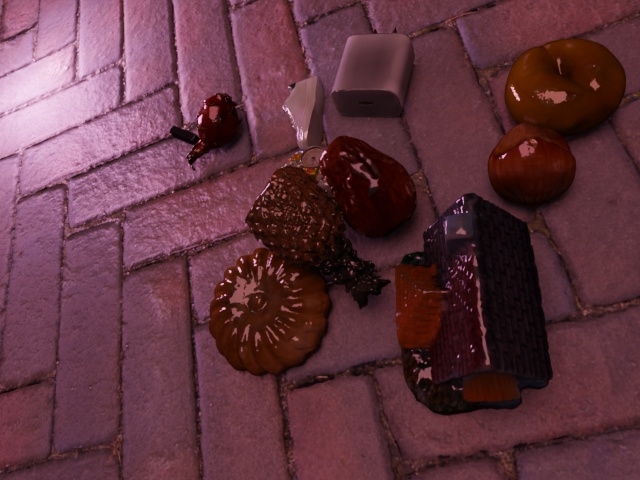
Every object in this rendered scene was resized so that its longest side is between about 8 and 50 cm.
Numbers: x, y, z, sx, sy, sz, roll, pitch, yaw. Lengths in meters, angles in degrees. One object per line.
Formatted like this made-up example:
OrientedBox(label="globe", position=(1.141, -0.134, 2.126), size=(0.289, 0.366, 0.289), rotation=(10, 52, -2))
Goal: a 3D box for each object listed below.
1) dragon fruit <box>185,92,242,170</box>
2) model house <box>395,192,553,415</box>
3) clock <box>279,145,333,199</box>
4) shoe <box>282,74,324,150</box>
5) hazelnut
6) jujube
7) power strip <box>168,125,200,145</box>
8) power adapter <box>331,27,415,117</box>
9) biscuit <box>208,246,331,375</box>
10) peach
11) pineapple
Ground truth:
OrientedBox(label="dragon fruit", position=(-0.326, -0.318, 1.479), size=(0.125, 0.125, 0.246), rotation=(41, 100, 17))
OrientedBox(label="model house", position=(0.267, 0.128, 0.930), size=(0.298, 0.339, 0.359), rotation=(-5, 66, 17))
OrientedBox(label="clock", position=(-0.018, -0.165, 1.297), size=(0.231, 0.103, 0.144), rotation=(-2, 59, 19))
OrientedBox(label="shoe", position=(-0.054, -0.348, 1.400), size=(0.110, 0.095, 0.264), rotation=(-3, 58, 19))
OrientedBox(label="hazelnut", position=(0.456, -0.163, 1.083), size=(0.182, 0.182, 0.181), rotation=(-8, 65, 17))
OrientedBox(label="jujube", position=(0.106, -0.129, 1.169), size=(0.190, 0.190, 0.255), rotation=(-45, 85, -2))
OrientedBox(label="power strip", position=(-0.423, -0.327, 1.558), size=(0.111, 0.038, 0.029), rotation=(25, 77, 26))
OrientedBox(label="power adapter", position=(0.151, -0.473, 1.358), size=(0.187, 0.124, 0.255), rotation=(7, 70, 22))
OrientedBox(label="biscuit", position=(-0.135, 0.160, 1.204), size=(0.326, 0.107, 0.325), rotation=(-8, 68, 20))
OrientedBox(label="peach", position=(0.552, -0.353, 1.141), size=(0.252, 0.153, 0.250), rotation=(-4, 70, 12))
OrientedBox(label="pineapple", position=(0.000, 0.000, 1.128), size=(0.362, 0.202, 0.202), rotation=(42, 86, 10))
